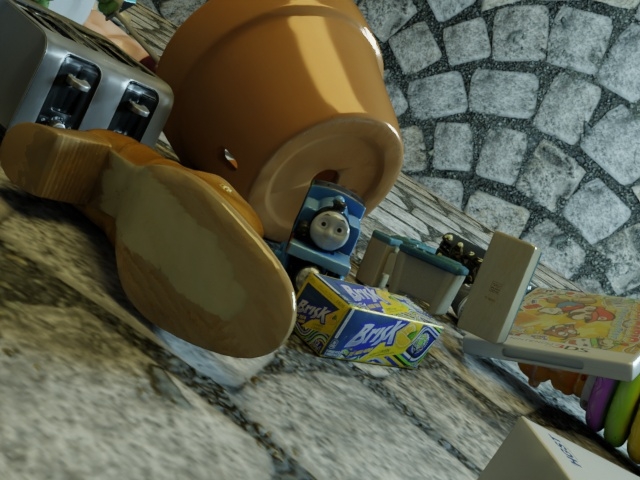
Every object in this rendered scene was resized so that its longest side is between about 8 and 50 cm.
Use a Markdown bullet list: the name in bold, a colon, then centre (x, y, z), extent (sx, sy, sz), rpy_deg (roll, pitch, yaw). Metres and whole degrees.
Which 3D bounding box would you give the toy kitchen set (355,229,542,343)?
- **toy kitchen set**: centre (0.173, 0.032, 1.103), extent (0.207, 0.122, 0.166), rpy_deg (24, 6, 27)

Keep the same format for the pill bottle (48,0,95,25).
- **pill bottle**: centre (-0.474, -0.411, 1.225), extent (0.323, 0.182, 0.181), rpy_deg (36, 11, 23)

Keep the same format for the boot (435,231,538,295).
- **boot**: centre (0.261, 0.051, 1.475), extent (0.178, 0.085, 0.236), rpy_deg (35, 5, 29)

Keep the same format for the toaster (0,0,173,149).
- **toaster**: centre (-0.261, -0.155, 0.869), extent (0.185, 0.110, 0.168), rpy_deg (39, 12, 35)

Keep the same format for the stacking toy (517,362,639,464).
- **stacking toy**: centre (0.377, 0.196, 1.053), extent (0.301, 0.175, 0.165), rpy_deg (21, -4, 27)

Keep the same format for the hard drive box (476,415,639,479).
- **hard drive box**: centre (0.222, 0.231, 0.542), extent (0.232, 0.089, 0.181), rpy_deg (28, 11, -18)

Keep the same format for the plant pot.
- **plant pot**: centre (-0.032, -0.136, 1.044), extent (0.290, 0.291, 0.203), rpy_deg (21, 31, -46)

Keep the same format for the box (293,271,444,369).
- **box**: centre (0.044, 0.078, 0.821), extent (0.059, 0.054, 0.169), rpy_deg (39, 14, 36)

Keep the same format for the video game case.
- **video game case**: centre (0.320, 0.109, 1.088), extent (0.206, 0.026, 0.227), rpy_deg (6, 16, 37)

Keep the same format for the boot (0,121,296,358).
- **boot**: centre (-0.092, -0.009, 0.702), extent (0.295, 0.104, 0.211), rpy_deg (32, 10, 25)

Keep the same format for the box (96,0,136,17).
- **box**: centre (-0.435, -0.422, 1.452), extent (0.244, 0.100, 0.060), rpy_deg (-3, 79, -52)

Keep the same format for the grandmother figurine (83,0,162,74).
- **grandmother figurine**: centre (-0.270, -0.259, 1.367), extent (0.342, 0.104, 0.208), rpy_deg (38, 39, 16)

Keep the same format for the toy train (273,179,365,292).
- **toy train**: centre (0.000, 0.000, 0.889), extent (0.080, 0.105, 0.184), rpy_deg (21, 11, -2)

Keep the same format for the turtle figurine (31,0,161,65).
- **turtle figurine**: centre (-0.321, -0.262, 1.012), extent (0.266, 0.275, 0.197), rpy_deg (-16, 34, -40)

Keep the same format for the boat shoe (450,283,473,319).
- **boat shoe**: centre (0.274, 0.114, 1.265), extent (0.228, 0.080, 0.076), rpy_deg (16, 19, -31)

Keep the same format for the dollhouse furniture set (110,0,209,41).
- **dollhouse furniture set**: centre (-0.353, -0.441, 1.656), extent (0.303, 0.198, 0.286), rpy_deg (29, 11, -13)
